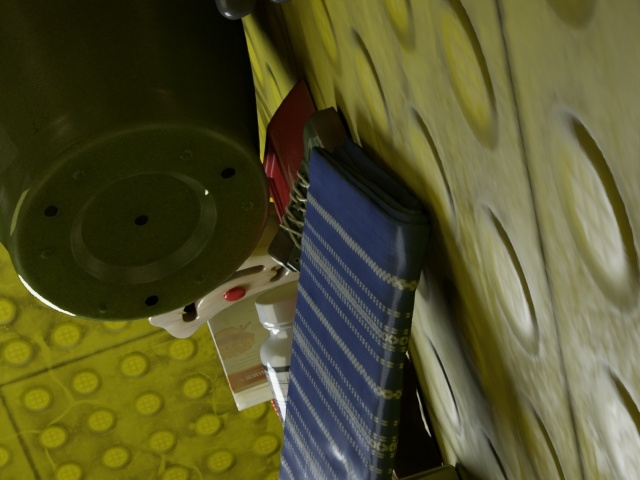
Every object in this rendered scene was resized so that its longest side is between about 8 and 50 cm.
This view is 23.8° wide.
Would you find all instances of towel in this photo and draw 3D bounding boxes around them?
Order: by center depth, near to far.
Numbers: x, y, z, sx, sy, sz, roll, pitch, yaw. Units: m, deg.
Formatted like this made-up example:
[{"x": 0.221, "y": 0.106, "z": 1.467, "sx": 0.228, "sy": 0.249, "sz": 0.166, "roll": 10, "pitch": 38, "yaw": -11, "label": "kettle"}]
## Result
[{"x": 0.021, "y": 0.110, "z": 1.085, "sx": 0.243, "sy": 0.040, "sz": 0.336, "roll": -131, "pitch": 45, "yaw": -70, "label": "towel"}]

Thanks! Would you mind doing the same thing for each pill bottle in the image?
[{"x": -0.003, "y": 0.135, "z": 1.591, "sx": 0.108, "sy": 0.108, "sz": 0.180, "roll": -135, "pitch": 27, "yaw": -77, "label": "pill bottle"}]

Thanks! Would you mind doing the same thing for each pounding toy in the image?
[{"x": -0.118, "y": -0.007, "z": 1.891, "sx": 0.154, "sy": 0.269, "sz": 0.154, "roll": 11, "pitch": -131, "yaw": -49, "label": "pounding toy"}]

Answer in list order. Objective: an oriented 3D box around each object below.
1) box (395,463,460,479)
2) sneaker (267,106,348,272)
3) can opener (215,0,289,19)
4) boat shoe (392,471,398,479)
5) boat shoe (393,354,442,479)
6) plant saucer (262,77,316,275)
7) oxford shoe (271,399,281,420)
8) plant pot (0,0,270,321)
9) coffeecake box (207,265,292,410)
[{"x": 0.078, "y": 0.315, "z": 1.331, "sx": 0.311, "sy": 0.121, "sz": 0.148, "roll": 86, "pitch": 165, "yaw": -69, "label": "box"}, {"x": -0.003, "y": -0.008, "z": 1.224, "sx": 0.064, "sy": 0.086, "sz": 0.192, "roll": -119, "pitch": 12, "yaw": -60, "label": "sneaker"}, {"x": -0.085, "y": -0.303, "z": 1.102, "sx": 0.095, "sy": 0.076, "sz": 0.283, "roll": -134, "pitch": 25, "yaw": -79, "label": "can opener"}, {"x": 0.063, "y": 0.281, "z": 1.594, "sx": 0.277, "sy": 0.098, "sz": 0.096, "roll": 74, "pitch": -161, "yaw": -73, "label": "boat shoe"}, {"x": 0.058, "y": 0.141, "z": 1.292, "sx": 0.049, "sy": 0.056, "sz": 0.152, "roll": -145, "pitch": 36, "yaw": -72, "label": "boat shoe"}, {"x": 0.000, "y": 0.000, "z": 1.435, "sx": 0.259, "sy": 0.048, "sz": 0.258, "roll": 110, "pitch": 141, "yaw": -82, "label": "plant saucer"}, {"x": -0.022, "y": 0.162, "z": 2.066, "sx": 0.098, "sy": 0.097, "sz": 0.271, "roll": 34, "pitch": -143, "yaw": -66, "label": "oxford shoe"}, {"x": -0.212, "y": -0.121, "z": 1.451, "sx": 0.366, "sy": 0.366, "sz": 0.353, "roll": 77, "pitch": 171, "yaw": -46, "label": "plant pot"}, {"x": -0.072, "y": 0.107, "z": 1.978, "sx": 0.068, "sy": 0.142, "sz": 0.185, "roll": 81, "pitch": 169, "yaw": -64, "label": "coffeecake box"}]
